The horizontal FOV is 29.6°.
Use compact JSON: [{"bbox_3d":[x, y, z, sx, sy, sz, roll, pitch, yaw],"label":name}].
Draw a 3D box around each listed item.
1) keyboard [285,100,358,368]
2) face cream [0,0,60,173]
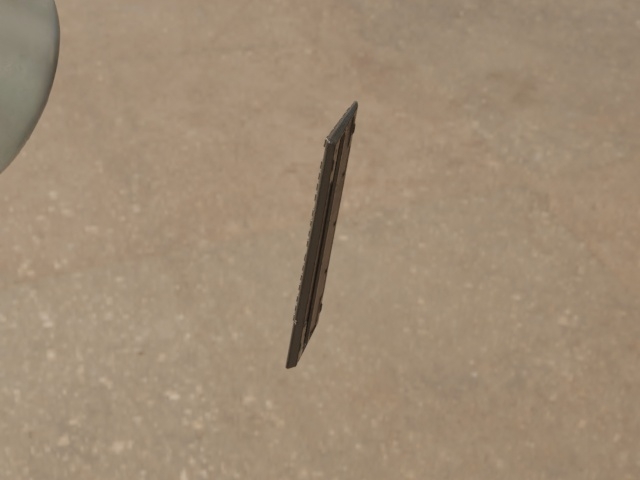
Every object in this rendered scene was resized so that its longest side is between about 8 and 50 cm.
[{"bbox_3d":[0.000,0.000,0.875,0.011,0.202,0.067,17,36,10],"label":"keyboard"},{"bbox_3d":[-0.211,-0.093,0.388,0.251,0.101,0.101,22,17,-47],"label":"face cream"}]
